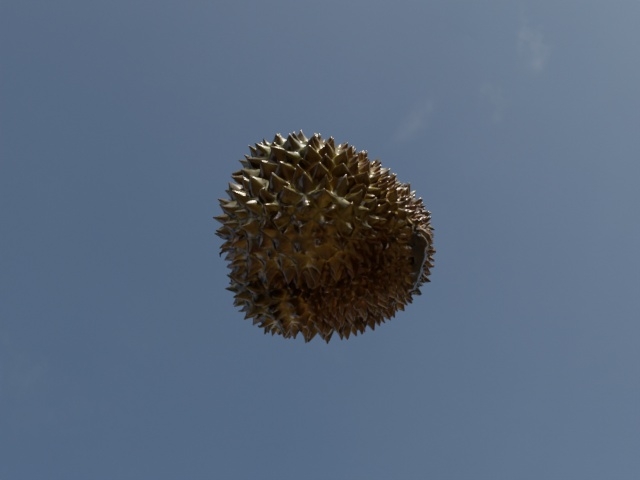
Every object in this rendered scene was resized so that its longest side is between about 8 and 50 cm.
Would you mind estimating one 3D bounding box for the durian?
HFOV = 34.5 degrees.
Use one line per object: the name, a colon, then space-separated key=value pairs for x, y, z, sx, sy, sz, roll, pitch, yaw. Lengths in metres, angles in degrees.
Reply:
durian: x=0.000 y=0.000 z=0.721 sx=0.168 sy=0.137 sz=0.158 roll=-3 pitch=-28 yaw=23
